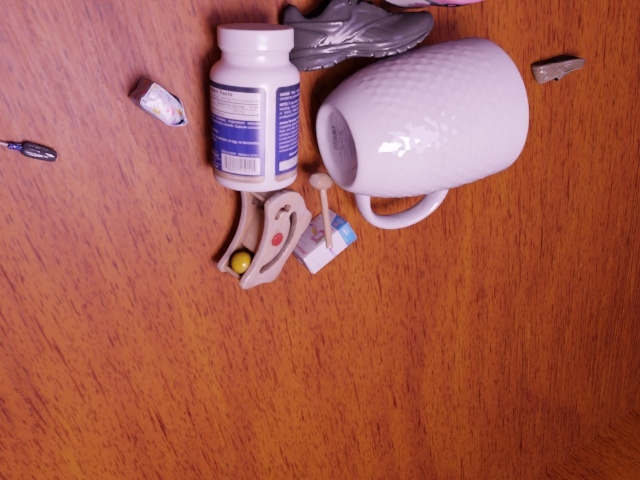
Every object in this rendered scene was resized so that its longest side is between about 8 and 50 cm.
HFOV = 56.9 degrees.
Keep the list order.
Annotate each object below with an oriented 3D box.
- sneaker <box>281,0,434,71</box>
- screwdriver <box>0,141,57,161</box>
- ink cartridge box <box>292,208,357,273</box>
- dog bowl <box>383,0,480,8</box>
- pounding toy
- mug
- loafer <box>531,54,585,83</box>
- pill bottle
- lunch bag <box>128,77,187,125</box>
[{"bbox_3d":[0.066,-0.387,1.054,0.287,0.109,0.130,-14,113,-10],"label":"sneaker"},{"bbox_3d":[-0.492,-0.147,0.900,0.170,0.024,0.025,8,80,-33],"label":"screwdriver"},{"bbox_3d":[0.000,0.000,1.243,0.122,0.088,0.052,-41,129,-8],"label":"ink cartridge box"},{"bbox_3d":[0.231,-0.581,0.971,0.408,0.150,0.407,-20,130,-26],"label":"dog bowl"},{"bbox_3d":[-0.074,-0.021,1.119,0.269,0.155,0.154,-59,152,7],"label":"pounding toy"},{"bbox_3d":[0.173,-0.181,1.154,0.328,0.276,0.373,-18,133,-21],"label":"mug"},{"bbox_3d":[0.569,-0.412,1.421,0.148,0.056,0.050,-14,121,-15],"label":"loafer"},{"bbox_3d":[-0.112,-0.229,1.014,0.153,0.153,0.264,-11,119,-28],"label":"pill bottle"},{"bbox_3d":[-0.263,-0.224,0.974,0.083,0.071,0.053,40,85,-37],"label":"lunch bag"}]
